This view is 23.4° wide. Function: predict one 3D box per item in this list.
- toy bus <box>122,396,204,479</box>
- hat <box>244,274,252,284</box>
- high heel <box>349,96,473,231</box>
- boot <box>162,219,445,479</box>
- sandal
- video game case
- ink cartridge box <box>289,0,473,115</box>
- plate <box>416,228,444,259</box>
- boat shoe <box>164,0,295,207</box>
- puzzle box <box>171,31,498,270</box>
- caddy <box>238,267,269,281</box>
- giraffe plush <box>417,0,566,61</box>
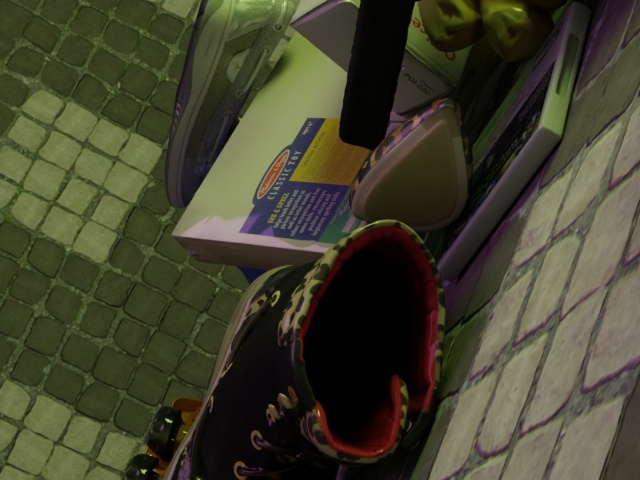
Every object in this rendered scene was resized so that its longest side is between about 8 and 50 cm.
[{"bbox_3d":[-0.153,0.329,1.848,0.220,0.149,0.211,-67,-10,-54],"label":"toy bus"},{"bbox_3d":[0.000,0.000,2.042,0.183,0.208,0.173,-31,29,15],"label":"hat"},{"bbox_3d":[0.082,-0.079,1.343,0.261,0.093,0.186,109,176,-50],"label":"high heel"},{"bbox_3d":[-0.022,0.170,1.223,0.284,0.138,0.377,143,148,-67],"label":"boot"},{"bbox_3d":[0.103,-0.277,1.289,0.167,0.107,0.446,-72,-6,-54],"label":"sandal"},{"bbox_3d":[0.160,-0.081,1.276,0.190,0.022,0.173,-58,8,45],"label":"video game case"},{"bbox_3d":[0.084,-0.257,1.520,0.092,0.158,0.218,-23,38,48],"label":"ink cartridge box"},{"bbox_3d":[0.080,0.034,1.486,0.188,0.024,0.188,-62,6,12],"label":"plate"},{"bbox_3d":[-0.115,-0.158,1.782,0.118,0.103,0.320,-87,12,-50],"label":"boat shoe"},{"bbox_3d":[0.037,-0.143,1.635,0.272,0.052,0.409,7,59,45],"label":"puzzle box"},{"bbox_3d":[-0.003,-0.045,1.834,0.241,0.179,0.341,-50,17,-10],"label":"caddy"},{"bbox_3d":[0.171,-0.268,1.444,0.170,0.210,0.181,-15,-50,-53],"label":"giraffe plush"}]
